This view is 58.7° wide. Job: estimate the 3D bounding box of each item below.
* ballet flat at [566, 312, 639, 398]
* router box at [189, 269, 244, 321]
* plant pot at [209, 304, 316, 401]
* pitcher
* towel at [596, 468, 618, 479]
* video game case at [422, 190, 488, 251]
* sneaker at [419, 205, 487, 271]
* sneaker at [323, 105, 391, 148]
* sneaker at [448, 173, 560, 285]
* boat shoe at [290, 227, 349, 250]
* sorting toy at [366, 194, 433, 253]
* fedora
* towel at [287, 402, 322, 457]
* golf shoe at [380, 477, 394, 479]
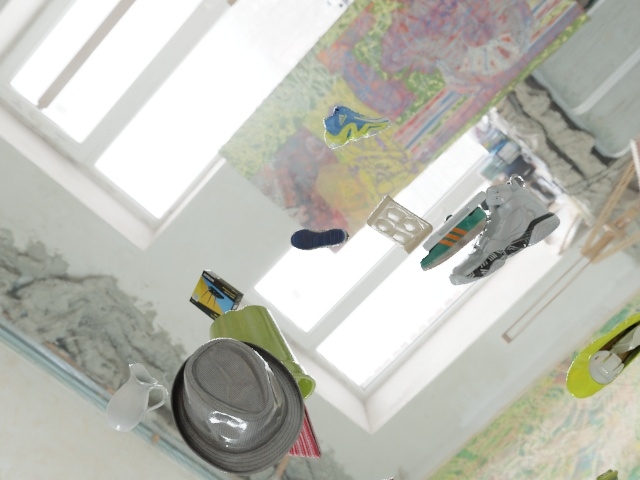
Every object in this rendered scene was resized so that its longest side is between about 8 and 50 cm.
[{"bbox_3d":[0.576,0.220,1.113,0.077,0.231,0.077,51,169,9],"label":"ballet flat"},{"bbox_3d":[-0.371,0.205,2.031,0.178,0.133,0.046,31,-169,27],"label":"router box"},{"bbox_3d":[-0.183,0.325,1.541,0.276,0.276,0.254,33,-153,-53],"label":"plant pot"},{"bbox_3d":[-0.625,0.554,1.941,0.177,0.207,0.125,30,-176,20],"label":"pitcher"},{"bbox_3d":[0.711,0.699,1.413,0.102,0.238,0.021,4,175,-39],"label":"towel"},{"bbox_3d":[0.363,-0.057,1.534,0.026,0.206,0.227,48,-166,7],"label":"video game case"},{"bbox_3d":[0.454,-0.014,2.008,0.121,0.302,0.108,51,178,14],"label":"sneaker"},{"bbox_3d":[0.116,-0.389,1.846,0.091,0.240,0.126,3,115,66],"label":"sneaker"},{"bbox_3d":[0.495,-0.031,1.668,0.210,0.365,0.137,57,179,7],"label":"sneaker"},{"bbox_3d":[0.000,0.000,1.689,0.183,0.066,0.066,-1,175,26],"label":"boat shoe"},{"bbox_3d":[0.290,-0.060,2.088,0.208,0.038,0.193,37,144,1],"label":"sorting toy"},{"bbox_3d":[-0.161,0.289,1.082,0.275,0.243,0.124,45,151,26],"label":"fedora"},{"bbox_3d":[-0.117,0.575,1.762,0.031,0.274,0.199,-19,-90,-42],"label":"towel"},{"bbox_3d":[0.237,0.912,1.937,0.067,0.085,0.186,56,-162,-65],"label":"golf shoe"}]
